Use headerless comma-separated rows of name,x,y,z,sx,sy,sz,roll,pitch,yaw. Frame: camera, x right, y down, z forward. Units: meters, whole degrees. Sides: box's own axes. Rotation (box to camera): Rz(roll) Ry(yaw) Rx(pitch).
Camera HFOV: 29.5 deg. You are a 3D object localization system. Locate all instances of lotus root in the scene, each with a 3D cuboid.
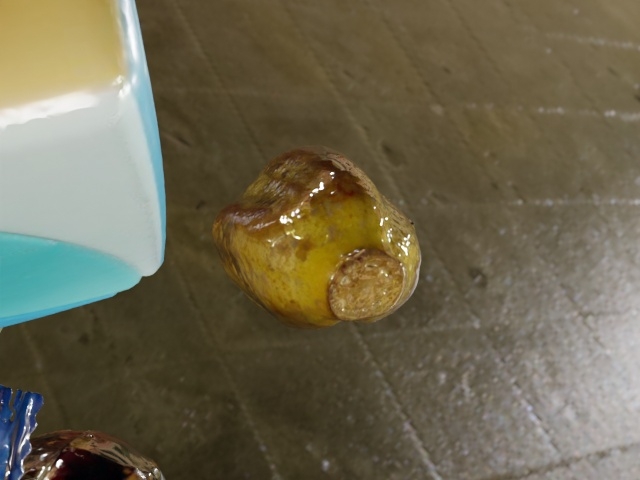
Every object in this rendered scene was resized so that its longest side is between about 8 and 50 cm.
lotus root,0.003,0.009,1.238,0.193,0.193,0.291,20,2,-22

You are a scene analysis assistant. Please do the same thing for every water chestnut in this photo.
water chestnut,-0.297,0.419,1.639,0.335,0.347,0.335,-9,90,-71

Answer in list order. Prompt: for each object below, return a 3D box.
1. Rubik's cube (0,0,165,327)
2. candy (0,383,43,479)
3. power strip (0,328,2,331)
Rubik's cube,-0.294,-0.132,0.737,0.348,0.351,0.352,-13,76,-10
candy,-0.385,0.176,0.889,0.331,0.077,0.187,13,82,-22
power strip,-0.367,0.064,1.195,0.061,0.215,0.145,40,23,17
